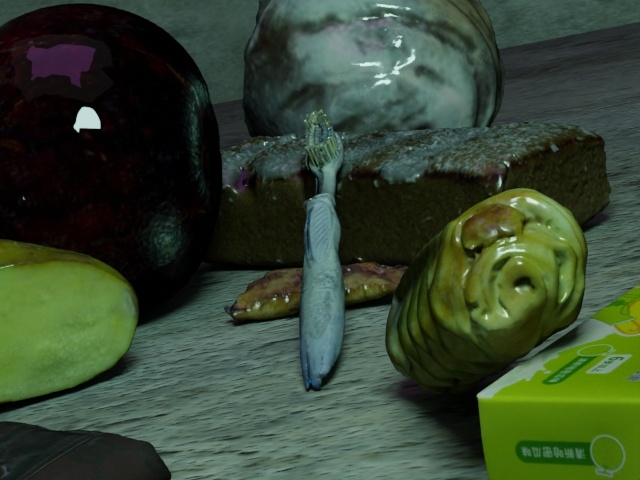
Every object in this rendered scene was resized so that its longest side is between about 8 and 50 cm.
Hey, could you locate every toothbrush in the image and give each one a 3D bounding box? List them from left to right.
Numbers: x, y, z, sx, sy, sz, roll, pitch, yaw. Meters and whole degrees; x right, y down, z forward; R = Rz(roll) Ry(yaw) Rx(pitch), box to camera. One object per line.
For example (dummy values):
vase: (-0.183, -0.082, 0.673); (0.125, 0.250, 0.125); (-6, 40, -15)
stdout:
toothbrush: (0.000, 0.000, 1.326); (0.035, 0.042, 0.413); (-21, 28, 12)

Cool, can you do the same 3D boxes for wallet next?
wallet: (-0.218, 0.167, 0.948); (0.182, 0.049, 0.229); (-3, 16, 29)

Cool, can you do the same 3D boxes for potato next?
potato: (-0.290, 0.063, 1.296); (0.298, 0.141, 0.176); (-11, 21, 4)

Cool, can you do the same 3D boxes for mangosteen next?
mangosteen: (-0.231, -0.069, 1.483); (0.300, 0.300, 0.300); (-11, 11, 2)

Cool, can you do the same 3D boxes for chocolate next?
chocolate: (0.085, -0.163, 1.802); (0.303, 0.303, 0.213); (-17, 38, -23)

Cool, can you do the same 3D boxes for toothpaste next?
toothpaste: (0.217, 0.067, 0.917); (0.110, 0.077, 0.327); (-5, 13, 39)

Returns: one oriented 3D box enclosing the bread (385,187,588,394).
bread: (0.094, 0.034, 0.969); (0.098, 0.087, 0.269); (-29, -7, -8)

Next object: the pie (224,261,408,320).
pie: (0.003, 0.038, 1.387); (0.170, 0.034, 0.092); (-9, 15, 16)

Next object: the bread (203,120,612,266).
bread: (0.054, -0.044, 1.547); (0.416, 0.113, 0.165); (-1, 18, 41)
